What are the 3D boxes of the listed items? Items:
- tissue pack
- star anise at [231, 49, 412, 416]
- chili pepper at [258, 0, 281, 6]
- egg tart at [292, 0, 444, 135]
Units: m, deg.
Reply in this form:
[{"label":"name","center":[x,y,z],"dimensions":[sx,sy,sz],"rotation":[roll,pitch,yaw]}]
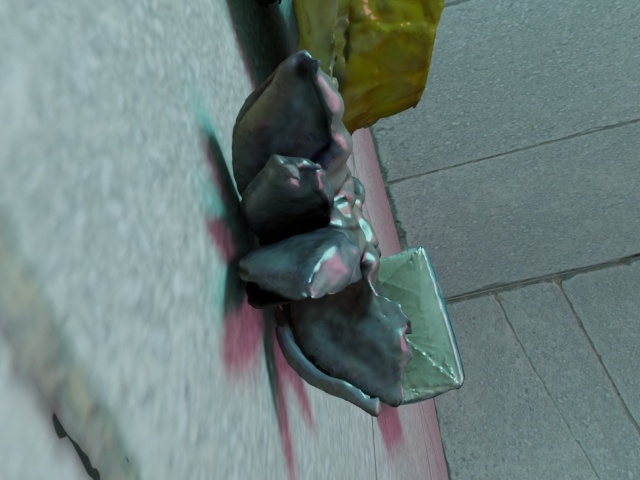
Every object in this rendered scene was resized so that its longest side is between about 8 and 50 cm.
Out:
[{"label":"tissue pack","center":[0.131,0.131,1.025],"dimensions":[0.271,0.124,0.202],"rotation":[44,35,-73]},{"label":"star anise","center":[0.000,0.000,0.456],"dimensions":[0.229,0.093,0.236],"rotation":[-80,157,-72]},{"label":"chili pepper","center":[-0.050,-0.335,0.789],"dimensions":[0.224,0.060,0.098],"rotation":[-98,177,-47]},{"label":"egg tart","center":[0.050,-0.264,0.736],"dimensions":[0.388,0.168,0.388],"rotation":[8,90,-87]}]
